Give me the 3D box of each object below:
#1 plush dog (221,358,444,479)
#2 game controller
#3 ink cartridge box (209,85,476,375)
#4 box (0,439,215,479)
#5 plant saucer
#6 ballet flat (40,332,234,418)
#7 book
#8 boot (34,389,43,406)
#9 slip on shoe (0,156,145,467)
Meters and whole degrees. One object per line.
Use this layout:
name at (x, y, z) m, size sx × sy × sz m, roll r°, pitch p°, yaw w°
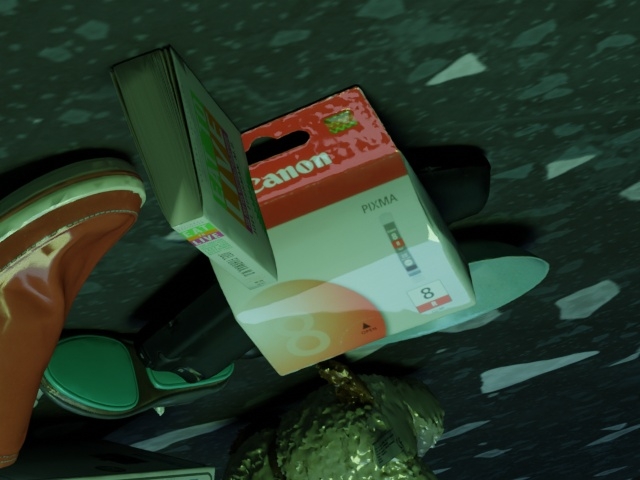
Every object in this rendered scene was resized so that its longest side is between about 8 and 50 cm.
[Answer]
plush dog at (-0.006, 0.234, 1.638) m, size 0.225 × 0.262 × 0.210 m, roll -34°, pitch 124°, yaw 20°
game controller at (-0.011, 0.020, 1.201) m, size 0.166 × 0.067 × 0.319 m, roll -21°, pitch 170°, yaw -39°
ink cartridge box at (0.000, 0.000, 1.026) m, size 0.145 × 0.045 × 0.179 m, roll -21°, pitch 136°, yaw 15°
box at (-0.254, 0.239, 1.469) m, size 0.169 × 0.087 × 0.290 m, roll 7°, pitch -178°, yaw 42°
plant saucer at (0.090, 0.037, 1.354) m, size 0.195 × 0.037 × 0.195 m, roll -15°, pitch 162°, yaw -5°
ballet flat at (-0.159, 0.111, 1.306) m, size 0.203 × 0.074 × 0.074 m, roll -1°, pitch 157°, yaw -47°
book at (-0.064, -0.034, 0.897) m, size 0.035 × 0.096 × 0.144 m, roll -19°, pitch 163°, yaw 8°
boot at (-0.316, 0.186, 1.294) m, size 0.258 × 0.123 × 0.095 m, roll -23°, pitch 162°, yaw 18°
slip on shoe at (-0.208, 0.087, 0.987) m, size 0.331 × 0.101 × 0.123 m, roll -50°, pitch 162°, yaw 10°
